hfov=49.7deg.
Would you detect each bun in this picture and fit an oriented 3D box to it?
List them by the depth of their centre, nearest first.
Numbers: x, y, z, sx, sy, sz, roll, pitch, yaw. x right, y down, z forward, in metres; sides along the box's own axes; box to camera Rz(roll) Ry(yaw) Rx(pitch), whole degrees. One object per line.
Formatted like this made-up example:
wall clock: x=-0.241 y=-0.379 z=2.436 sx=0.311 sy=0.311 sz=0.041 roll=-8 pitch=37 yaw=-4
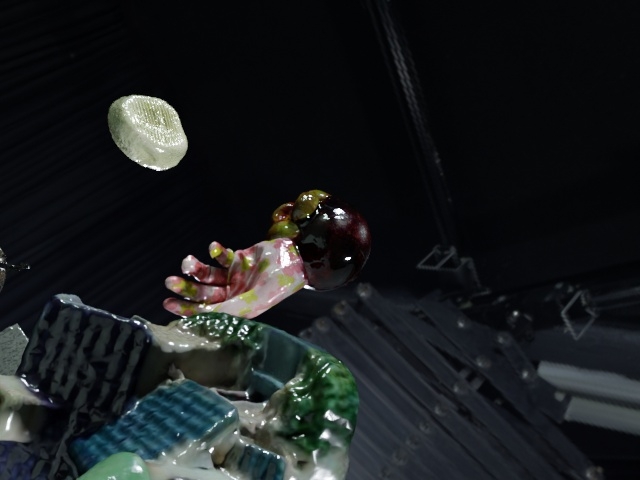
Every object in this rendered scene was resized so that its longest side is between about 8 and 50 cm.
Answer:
bun: x=-0.236 y=-0.141 z=0.927 sx=0.069 sy=0.115 sz=0.115 roll=-39 pitch=-91 yaw=31

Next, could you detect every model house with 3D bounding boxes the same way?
model house: x=-0.164 y=0.183 z=0.672 sx=0.298 sy=0.284 sz=0.244 roll=12 pitch=-95 yaw=49

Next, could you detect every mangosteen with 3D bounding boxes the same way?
mangosteen: x=0.000 y=0.000 z=1.350 sx=0.209 sy=0.210 sz=0.210 roll=29 pitch=-41 yaw=29

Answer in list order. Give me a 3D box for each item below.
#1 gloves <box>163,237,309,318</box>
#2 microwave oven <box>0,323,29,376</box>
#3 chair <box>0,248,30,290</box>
gloves: x=-0.144 y=0.077 z=1.174 sx=0.126 sy=0.241 sz=0.145 roll=85 pitch=-16 yaw=-71
microwave oven: x=-0.649 y=0.455 z=1.469 sx=0.432 sy=0.374 sz=0.236 roll=47 pitch=-26 yaw=21
chair: x=-0.658 y=0.067 z=1.276 sx=0.149 sy=0.174 sz=0.213 roll=33 pitch=-18 yaw=-30
